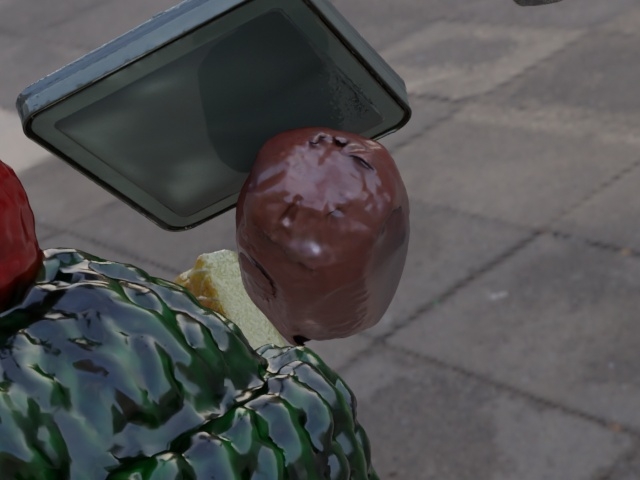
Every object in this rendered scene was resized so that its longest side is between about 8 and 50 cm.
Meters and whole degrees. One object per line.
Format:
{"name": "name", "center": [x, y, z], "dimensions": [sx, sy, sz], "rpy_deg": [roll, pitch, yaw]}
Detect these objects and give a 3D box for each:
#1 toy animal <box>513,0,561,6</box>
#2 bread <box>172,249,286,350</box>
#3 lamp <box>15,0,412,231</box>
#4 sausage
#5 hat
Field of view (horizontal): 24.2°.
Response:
{"name": "toy animal", "center": [0.279, -0.398, 1.260], "dimensions": [0.344, 0.303, 0.194], "rpy_deg": [-29, 13, -21]}
{"name": "bread", "center": [-0.107, 0.112, 1.770], "dimensions": [0.068, 0.188, 0.125], "rpy_deg": [-24, -7, -31]}
{"name": "lamp", "center": [-0.084, -0.115, 1.287], "dimensions": [0.269, 0.266, 0.047], "rpy_deg": [-25, 62, 16]}
{"name": "sausage", "center": [0.000, 0.000, 1.293], "dimensions": [0.152, 0.280, 0.152], "rpy_deg": [-1, 67, 1]}
{"name": "hat", "center": [-0.125, 0.085, 0.727], "dimensions": [0.242, 0.332, 0.274], "rpy_deg": [-20, 9, 28]}
